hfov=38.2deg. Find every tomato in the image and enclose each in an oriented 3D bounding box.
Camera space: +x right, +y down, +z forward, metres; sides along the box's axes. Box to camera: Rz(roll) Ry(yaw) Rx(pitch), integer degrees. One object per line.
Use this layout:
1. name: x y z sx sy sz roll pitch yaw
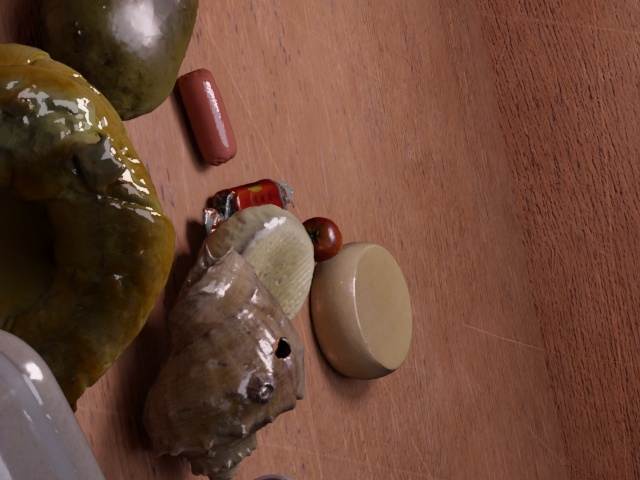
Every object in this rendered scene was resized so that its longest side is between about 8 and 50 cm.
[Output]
1. tomato: 0.000 0.000 1.705 0.075 0.087 0.087 34 51 -56

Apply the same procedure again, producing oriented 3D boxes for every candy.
1. candy: -0.116 -0.053 1.533 0.292 0.059 0.086 -21 98 -62

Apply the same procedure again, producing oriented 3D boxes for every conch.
1. conch: -0.109 0.175 1.260 0.263 0.186 0.324 -11 116 -61

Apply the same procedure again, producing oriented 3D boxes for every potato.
1. potato: -0.263 -0.299 1.230 0.210 0.173 0.308 55 34 -34

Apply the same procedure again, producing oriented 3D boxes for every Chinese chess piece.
1. Chinese chess piece: 0.083 0.136 1.791 0.273 0.102 0.273 29 56 -54

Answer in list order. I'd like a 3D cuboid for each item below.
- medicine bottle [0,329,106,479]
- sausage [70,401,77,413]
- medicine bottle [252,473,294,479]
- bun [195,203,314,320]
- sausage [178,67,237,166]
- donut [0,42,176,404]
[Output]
1. medicine bottle: -0.328 0.202 0.705 0.123 0.375 0.282 -41 115 -55
2. sausage: -0.367 0.015 1.003 0.094 0.094 0.419 -60 135 -78
3. medicine bottle: -0.046 0.468 1.390 0.215 0.135 0.135 62 32 -28
4. bun: -0.113 0.043 1.414 0.222 0.127 0.223 -22 124 -36
5. sausage: -0.178 -0.194 1.466 0.062 0.062 0.154 -39 114 -59
6. donut: -0.316 -0.009 0.882 0.360 0.360 0.170 70 -14 -17
